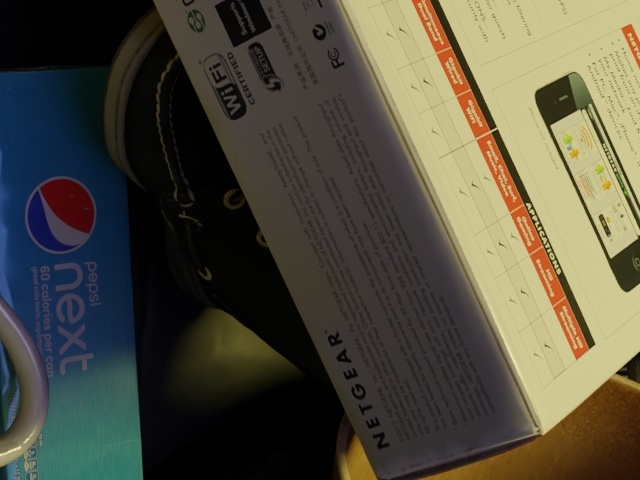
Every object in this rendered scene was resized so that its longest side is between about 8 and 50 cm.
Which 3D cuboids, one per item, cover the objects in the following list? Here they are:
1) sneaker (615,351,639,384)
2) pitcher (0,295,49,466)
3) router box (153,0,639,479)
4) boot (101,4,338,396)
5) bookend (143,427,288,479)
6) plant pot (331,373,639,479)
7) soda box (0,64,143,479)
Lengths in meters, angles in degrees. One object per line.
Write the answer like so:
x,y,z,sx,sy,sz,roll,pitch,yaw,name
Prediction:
0.315,0.207,1.017,0.483,0.185,0.202,43,68,-28,sneaker
-0.202,0.001,0.672,0.177,0.125,0.207,-1,78,-41,pitcher
0.063,-0.108,0.714,0.301,0.082,0.335,-27,93,-52,router box
0.001,-0.001,0.732,0.085,0.178,0.236,-46,156,-19,boot
-0.068,0.206,0.828,0.157,0.072,0.156,-34,113,-27,bookend
0.093,0.225,0.849,0.237,0.237,0.254,-7,128,-33,plant pot
-0.133,0.024,0.767,0.071,0.067,0.210,-7,99,-33,soda box
